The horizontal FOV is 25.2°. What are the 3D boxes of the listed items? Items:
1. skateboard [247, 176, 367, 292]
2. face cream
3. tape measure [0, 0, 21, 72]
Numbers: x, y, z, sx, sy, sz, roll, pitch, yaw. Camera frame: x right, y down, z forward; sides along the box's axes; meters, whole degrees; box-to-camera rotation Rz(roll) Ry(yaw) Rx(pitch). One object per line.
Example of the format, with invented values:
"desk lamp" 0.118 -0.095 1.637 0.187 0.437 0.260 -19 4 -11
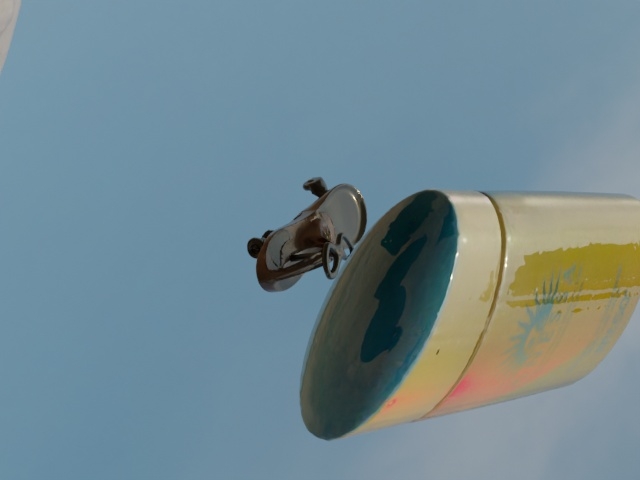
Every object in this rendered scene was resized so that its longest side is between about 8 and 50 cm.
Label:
"skateboard" 0.000 0.000 1.205 0.080 0.067 0.151 -6 -157 32
"face cream" 0.098 0.036 0.819 0.067 0.285 0.139 30 -72 31
"tape measure" -0.170 -0.155 0.454 0.120 0.197 0.236 -63 176 -67
